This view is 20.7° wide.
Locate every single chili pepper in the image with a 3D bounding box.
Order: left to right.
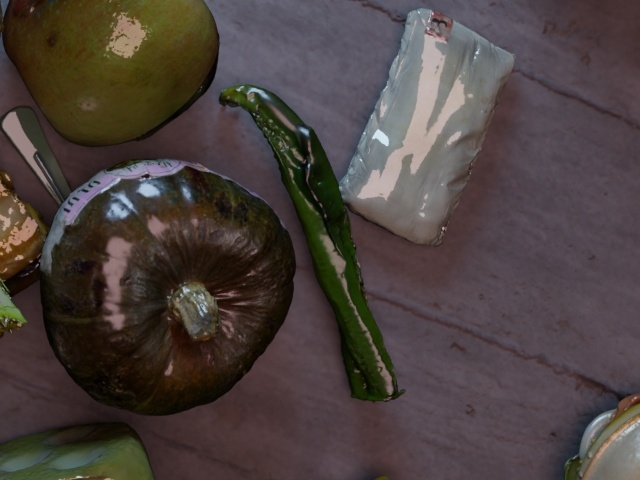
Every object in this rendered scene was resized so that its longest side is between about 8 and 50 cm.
[{"bbox_3d":[0.000,0.000,1.794,0.076,0.085,0.359,-25,100,-18],"label":"chili pepper"}]

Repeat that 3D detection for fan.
[{"bbox_3d":[-0.261,-0.049,1.769,0.038,0.016,0.193,-32,101,-8],"label":"fan"}]

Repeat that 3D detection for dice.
[{"bbox_3d":[-0.258,0.321,1.704,0.233,0.227,0.238,-14,98,-9],"label":"dice"}]

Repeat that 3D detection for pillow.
[{"bbox_3d":[0.109,-0.116,1.818,0.128,0.051,0.229,21,92,-15],"label":"pillow"}]

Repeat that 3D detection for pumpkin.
[{"bbox_3d":[-0.145,0.050,1.701,0.260,0.189,0.260,-7,107,-23],"label":"pumpkin"}]

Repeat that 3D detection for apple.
[{"bbox_3d":[-0.207,-0.196,1.693,0.188,0.174,0.207,-39,86,-7],"label":"apple"}]

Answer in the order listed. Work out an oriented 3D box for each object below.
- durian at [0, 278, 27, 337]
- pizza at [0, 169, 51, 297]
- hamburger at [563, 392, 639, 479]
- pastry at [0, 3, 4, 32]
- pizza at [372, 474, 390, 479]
[{"bbox_3d":[-0.431,-0.029,1.637,0.169,0.158,0.352,-39,105,-38],"label":"durian"},{"bbox_3d":[-0.426,-0.029,1.710,0.251,0.074,0.288,-36,101,-6],"label":"pizza"},{"bbox_3d":[0.374,0.271,1.867,0.236,0.147,0.237,-5,109,-15],"label":"hamburger"},{"bbox_3d":[-0.358,-0.264,1.641,0.093,0.182,0.193,-16,99,-15],"label":"pastry"},{"bbox_3d":[0.060,0.417,1.849,0.223,0.089,0.323,24,93,-7],"label":"pizza"}]
